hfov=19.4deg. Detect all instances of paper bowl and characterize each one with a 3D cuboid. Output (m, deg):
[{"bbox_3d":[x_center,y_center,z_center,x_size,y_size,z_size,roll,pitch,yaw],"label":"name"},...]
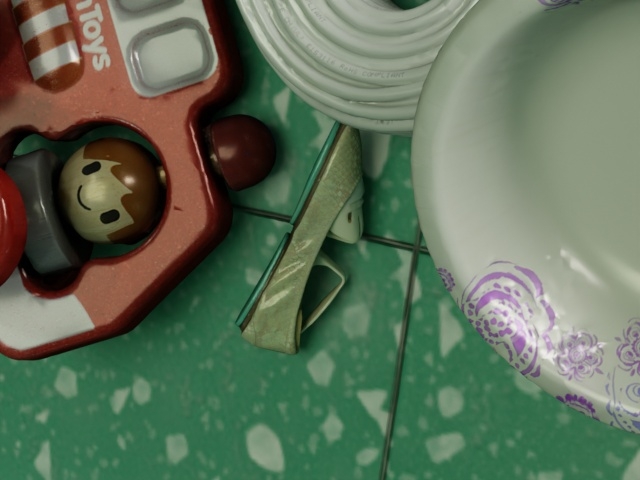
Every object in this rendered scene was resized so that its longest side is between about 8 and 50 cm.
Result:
[{"bbox_3d":[0.202,-0.044,0.990,0.284,0.148,0.284,13,122,21],"label":"paper bowl"}]

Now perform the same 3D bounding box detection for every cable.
[{"bbox_3d":[0.062,-0.191,1.132,0.257,0.089,0.257,-24,80,30],"label":"cable"}]

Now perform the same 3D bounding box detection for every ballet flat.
[{"bbox_3d":[0.000,0.000,1.213,0.052,0.057,0.168,26,112,-1],"label":"ballet flat"}]

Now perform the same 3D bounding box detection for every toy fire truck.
[{"bbox_3d":[-0.168,-0.085,1.252,0.254,0.169,0.302,-18,84,12],"label":"toy fire truck"}]
